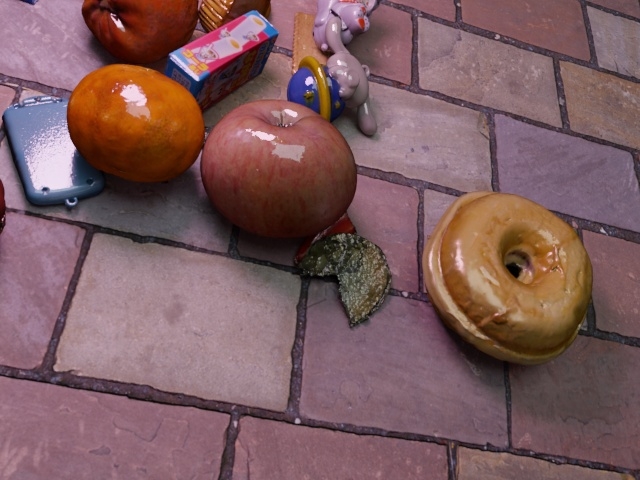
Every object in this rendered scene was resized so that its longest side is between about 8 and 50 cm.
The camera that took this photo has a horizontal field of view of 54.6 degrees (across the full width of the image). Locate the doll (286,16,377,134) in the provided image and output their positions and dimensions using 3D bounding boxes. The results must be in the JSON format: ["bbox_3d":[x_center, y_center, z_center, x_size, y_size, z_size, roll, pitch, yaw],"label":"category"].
[{"bbox_3d":[0.027,-0.419,1.573,0.242,0.159,0.311,-9,92,-12],"label":"doll"}]

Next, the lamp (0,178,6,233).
[{"bbox_3d":[-0.691,-0.058,1.153,0.227,0.227,0.227,8,60,-15],"label":"lamp"}]

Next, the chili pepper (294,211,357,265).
[{"bbox_3d":[0.001,0.003,1.442,0.169,0.065,0.088,-39,106,-24],"label":"chili pepper"}]

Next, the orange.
[{"bbox_3d":[-0.384,-0.247,1.305,0.284,0.226,0.284,19,18,-6],"label":"orange"}]

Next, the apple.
[{"bbox_3d":[-0.088,-0.167,1.354,0.345,0.269,0.345,1,56,-1],"label":"apple"}]

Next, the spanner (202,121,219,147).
[{"bbox_3d":[-0.356,-0.259,1.477,0.325,0.026,0.093,6,60,-15],"label":"spanner"}]

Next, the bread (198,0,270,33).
[{"bbox_3d":[-0.227,-0.605,1.609,0.104,0.199,0.199,46,58,9],"label":"bread"}]

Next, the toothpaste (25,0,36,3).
[{"bbox_3d":[-0.716,-0.719,1.592,0.066,0.053,0.272,14,59,-6],"label":"toothpaste"}]

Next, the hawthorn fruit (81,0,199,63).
[{"bbox_3d":[-0.411,-0.568,1.501,0.298,0.277,0.277,-8,62,-53],"label":"hawthorn fruit"}]

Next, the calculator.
[{"bbox_3d":[-0.578,-0.197,1.351,0.173,0.051,0.293,-16,69,-27],"label":"calculator"}]

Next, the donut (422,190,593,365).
[{"bbox_3d":[0.439,0.077,1.464,0.449,0.198,0.449,9,60,-15],"label":"donut"}]

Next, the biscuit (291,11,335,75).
[{"bbox_3d":[-0.002,-0.537,1.747,0.160,0.030,0.250,8,60,-14],"label":"biscuit"}]

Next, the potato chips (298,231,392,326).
[{"bbox_3d":[0.061,0.074,1.410,0.220,0.029,0.202,37,67,-14],"label":"potato chips"}]

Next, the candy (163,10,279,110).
[{"bbox_3d":[-0.246,-0.429,1.518,0.100,0.157,0.306,41,52,3],"label":"candy"}]

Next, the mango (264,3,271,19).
[{"bbox_3d":[-0.177,-0.657,1.735,0.080,0.060,0.114,9,56,-18],"label":"mango"}]

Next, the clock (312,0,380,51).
[{"bbox_3d":[0.059,-0.625,1.708,0.189,0.189,0.254,21,64,-7],"label":"clock"}]
